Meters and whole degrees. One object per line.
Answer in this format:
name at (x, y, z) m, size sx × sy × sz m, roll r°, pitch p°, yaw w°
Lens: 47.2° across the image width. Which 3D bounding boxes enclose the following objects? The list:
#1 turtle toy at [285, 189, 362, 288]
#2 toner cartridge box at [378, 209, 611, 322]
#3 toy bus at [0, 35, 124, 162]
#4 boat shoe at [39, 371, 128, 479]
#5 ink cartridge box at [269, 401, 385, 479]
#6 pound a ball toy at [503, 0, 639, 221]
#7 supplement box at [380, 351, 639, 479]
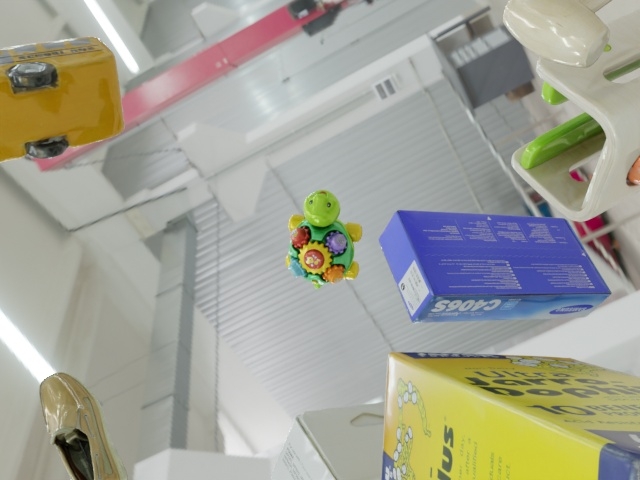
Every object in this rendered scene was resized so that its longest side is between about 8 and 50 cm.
turtle toy at (0.000, 0.000, 0.890) m, size 0.066 × 0.095 × 0.130 m, roll -51°, pitch -33°, yaw -68°
toner cartridge box at (0.278, 0.041, 1.163) m, size 0.348 × 0.075 × 0.165 m, roll 2°, pitch -129°, yaw -26°
toy bus at (-0.406, -0.157, 0.862) m, size 0.130 × 0.333 × 0.108 m, roll 45°, pitch 142°, yaw 45°
boat shoe at (-0.301, 0.234, 0.896) m, size 0.190 × 0.068 × 0.072 m, roll 47°, pitch 180°, yaw 26°
ink cartridge box at (0.031, 0.348, 0.930) m, size 0.197 × 0.272 × 0.114 m, roll 2°, pitch -151°, yaw -35°
pound a ball toy at (0.304, -0.144, 0.631) m, size 0.135 × 0.319 × 0.208 m, roll 51°, pitch 157°, yaw 33°
supplement box at (0.184, 0.197, 0.504) m, size 0.356 × 0.194 × 0.195 m, roll 175°, pitch 99°, yaw -77°
